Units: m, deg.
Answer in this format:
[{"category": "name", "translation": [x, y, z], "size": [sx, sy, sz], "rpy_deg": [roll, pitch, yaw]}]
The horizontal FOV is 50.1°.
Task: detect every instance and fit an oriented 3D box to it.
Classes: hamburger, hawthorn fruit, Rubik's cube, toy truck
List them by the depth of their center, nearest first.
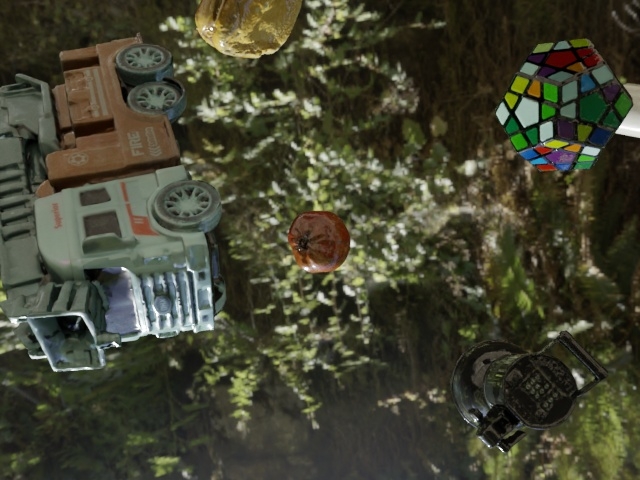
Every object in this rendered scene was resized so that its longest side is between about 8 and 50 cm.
[{"category": "toy truck", "translation": [-0.194, -0.035, 0.604], "size": [0.185, 0.133, 0.338], "rpy_deg": [-12, -130, -15]}, {"category": "Rubik's cube", "translation": [0.241, -0.132, 0.679], "size": [0.112, 0.133, 0.133], "rpy_deg": [30, -150, 14]}, {"category": "hamburger", "translation": [-0.124, -0.423, 1.241], "size": [0.108, 0.213, 0.214], "rpy_deg": [40, -144, 13]}, {"category": "hawthorn fruit", "translation": [0.000, 0.000, 1.295], "size": [0.128, 0.128, 0.128], "rpy_deg": [-8, -162, 2]}]

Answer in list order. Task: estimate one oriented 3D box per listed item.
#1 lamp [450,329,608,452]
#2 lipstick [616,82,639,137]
[{"category": "lamp", "translation": [0.272, 0.213, 0.955], "size": [0.172, 0.147, 0.227], "rpy_deg": [-42, 173, -7]}, {"category": "lipstick", "translation": [0.616, -0.178, 1.048], "size": [0.087, 0.087, 0.327], "rpy_deg": [-21, -151, -34]}]
